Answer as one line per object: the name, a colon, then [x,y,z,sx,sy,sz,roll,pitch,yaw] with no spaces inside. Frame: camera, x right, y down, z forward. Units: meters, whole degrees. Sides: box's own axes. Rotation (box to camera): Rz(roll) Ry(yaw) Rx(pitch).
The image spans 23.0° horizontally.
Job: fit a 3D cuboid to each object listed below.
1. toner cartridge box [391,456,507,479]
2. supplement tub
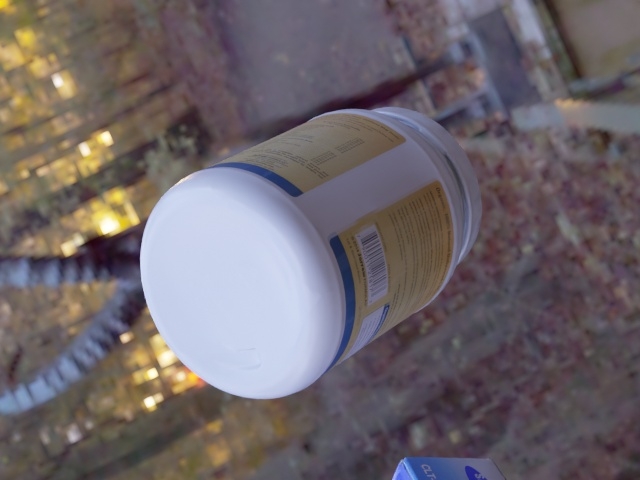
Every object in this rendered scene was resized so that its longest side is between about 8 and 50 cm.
toner cartridge box: [0.058,0.329,1.053,0.165,0.075,0.348,59,136,49]
supplement tub: [0.000,0.000,0.991,0.144,0.200,0.144,15,117,32]
